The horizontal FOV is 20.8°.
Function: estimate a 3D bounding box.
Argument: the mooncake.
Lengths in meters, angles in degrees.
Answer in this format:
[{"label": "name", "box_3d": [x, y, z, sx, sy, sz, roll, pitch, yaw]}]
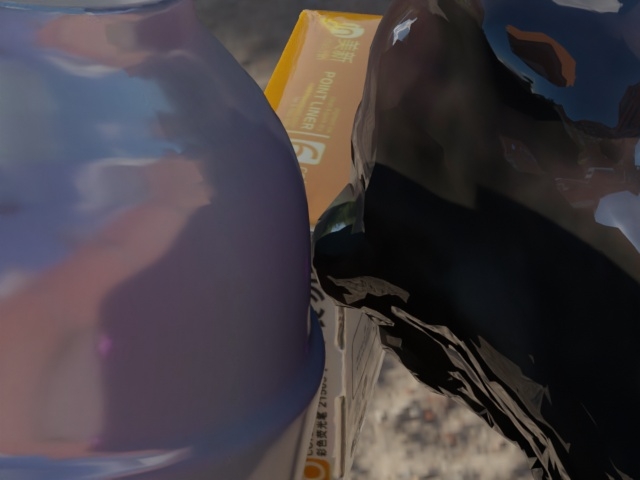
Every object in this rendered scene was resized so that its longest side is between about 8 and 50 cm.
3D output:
[{"label": "mooncake", "box_3d": [0.198, 0.014, 0.528, 0.351, 0.212, 0.381, -17, 40, -30]}]

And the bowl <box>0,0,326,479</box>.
[{"label": "bowl", "box_3d": [-0.128, -0.023, 0.503, 0.287, 0.143, 0.287, 12, 18, -4]}]

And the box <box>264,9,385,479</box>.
[{"label": "box", "box_3d": [0.000, 0.000, 1.147, 0.091, 0.220, 0.274, 7, 37, 9]}]
